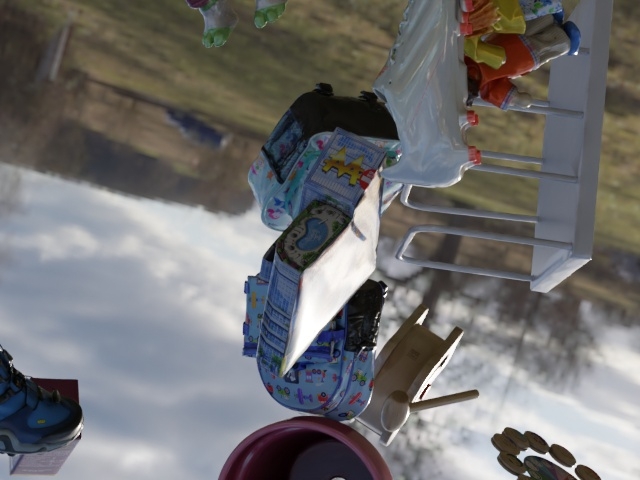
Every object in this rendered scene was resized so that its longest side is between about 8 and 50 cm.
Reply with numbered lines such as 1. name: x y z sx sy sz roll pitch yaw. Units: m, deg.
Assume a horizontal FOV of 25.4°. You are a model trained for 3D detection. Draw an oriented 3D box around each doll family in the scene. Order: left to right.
1. doll family: 0.092 -0.222 1.143 0.263 0.163 0.118 53 159 20

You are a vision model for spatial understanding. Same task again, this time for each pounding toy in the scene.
1. pounding toy: 0.140 0.224 2.052 0.155 0.154 0.269 33 -146 11

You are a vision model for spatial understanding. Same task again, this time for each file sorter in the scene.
1. file sorter: 0.176 -0.108 1.415 0.173 0.278 0.193 7 168 -1

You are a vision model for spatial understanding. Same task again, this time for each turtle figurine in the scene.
1. turtle figurine: -0.171 -0.360 1.828 0.266 0.198 0.275 51 -178 -33

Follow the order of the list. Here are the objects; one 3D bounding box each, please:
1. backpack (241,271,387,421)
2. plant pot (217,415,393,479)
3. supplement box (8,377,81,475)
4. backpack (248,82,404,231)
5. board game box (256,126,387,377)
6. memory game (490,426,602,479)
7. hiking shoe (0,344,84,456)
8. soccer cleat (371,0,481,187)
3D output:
1. backpack: -0.013 0.124 1.643 0.158 0.173 0.117 7 -177 36
2. plant pot: -0.002 0.297 1.636 0.201 0.201 0.180 17 -177 13
3. supplement box: -0.445 0.302 2.279 0.081 0.104 0.188 3 153 -22
4. backpack: 0.009 -0.108 2.352 0.225 0.191 0.253 3 145 -36
5. board game box: 0.000 0.000 1.363 0.060 0.194 0.194 26 -136 17
6. memory game: 0.274 0.274 1.608 0.186 0.012 0.186 29 -162 -10
7. hiking shoe: -0.419 0.177 1.771 0.304 0.132 0.113 21 -158 -32
8. soccer cleat: 0.074 -0.136 1.037 0.076 0.196 0.068 -4 172 12
